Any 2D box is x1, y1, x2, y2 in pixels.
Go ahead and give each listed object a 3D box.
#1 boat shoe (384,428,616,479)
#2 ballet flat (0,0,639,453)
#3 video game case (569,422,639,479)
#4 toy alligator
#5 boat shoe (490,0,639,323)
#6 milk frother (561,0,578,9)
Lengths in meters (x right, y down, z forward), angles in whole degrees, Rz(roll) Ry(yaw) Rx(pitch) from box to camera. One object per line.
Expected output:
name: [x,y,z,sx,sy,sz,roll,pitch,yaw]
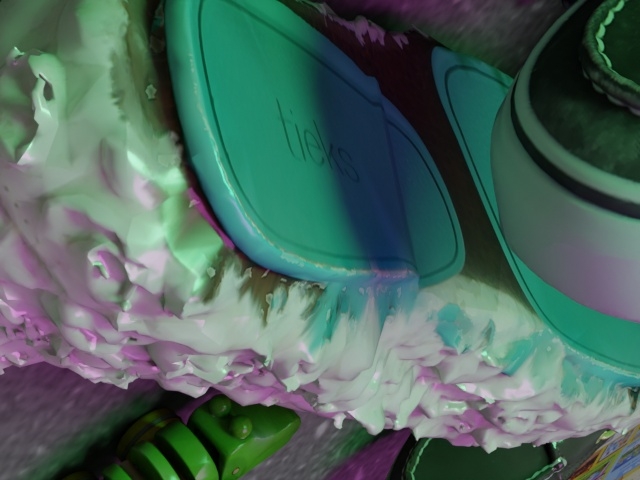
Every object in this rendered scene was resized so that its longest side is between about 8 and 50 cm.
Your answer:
boat shoe: [0.113,0.074,0.909,0.228,0.081,0.068,-34,152,-38]
ballet flat: [0.000,0.000,0.592,0.147,0.147,0.409,-50,152,12]
video game case: [0.186,0.118,1.150,0.227,0.026,0.206,-25,149,-39]
toy alligator: [-0.046,0.083,0.694,0.190,0.056,0.051,-37,155,-16]
boat shoe: [0.184,-0.097,0.469,0.335,0.121,0.119,-28,140,-18]
milk frother: [0.148,-0.036,0.665,0.129,0.143,0.134,55,38,-71]
